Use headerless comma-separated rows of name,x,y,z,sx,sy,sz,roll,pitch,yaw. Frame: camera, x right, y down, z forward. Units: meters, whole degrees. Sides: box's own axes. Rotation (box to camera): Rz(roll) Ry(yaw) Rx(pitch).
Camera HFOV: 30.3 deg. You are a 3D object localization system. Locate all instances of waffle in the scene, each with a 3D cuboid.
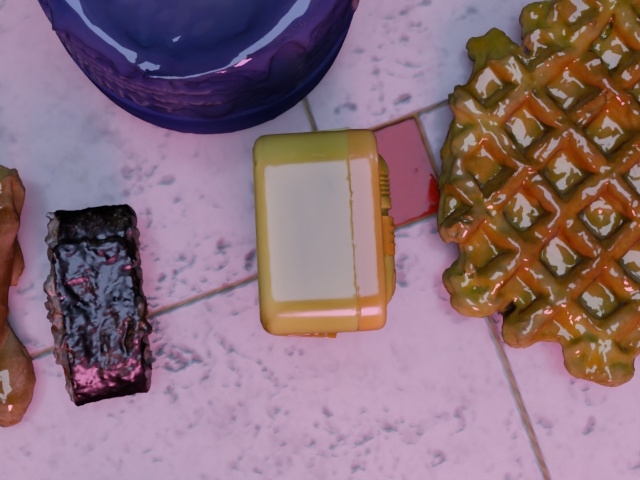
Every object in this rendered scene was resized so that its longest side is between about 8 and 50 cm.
waffle,0.244,-0.046,0.948,0.301,0.068,0.325,3,87,-2

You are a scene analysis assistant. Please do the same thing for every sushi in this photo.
sushi,-0.173,0.049,0.912,0.078,0.090,0.151,-7,91,-11

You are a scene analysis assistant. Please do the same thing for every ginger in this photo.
ginger,-0.281,0.044,0.911,0.115,0.081,0.206,-2,87,-8

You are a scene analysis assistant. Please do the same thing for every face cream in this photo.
face cream,-0.090,-0.216,0.870,0.248,0.225,0.249,0,84,-1

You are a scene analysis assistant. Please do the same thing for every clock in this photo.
clock,0.000,0.000,0.865,0.096,0.202,0.144,-5,86,-2
